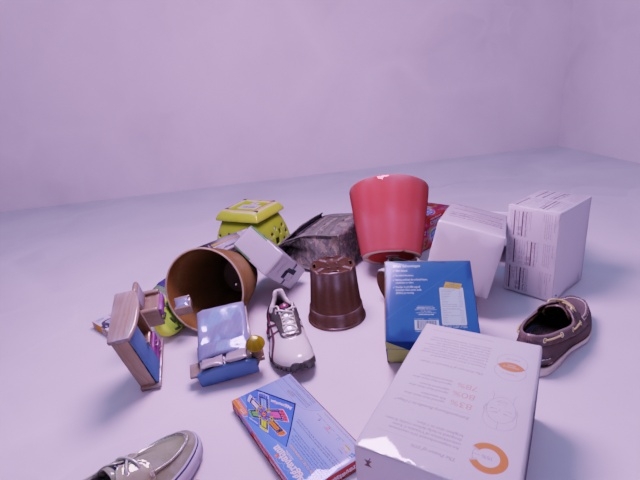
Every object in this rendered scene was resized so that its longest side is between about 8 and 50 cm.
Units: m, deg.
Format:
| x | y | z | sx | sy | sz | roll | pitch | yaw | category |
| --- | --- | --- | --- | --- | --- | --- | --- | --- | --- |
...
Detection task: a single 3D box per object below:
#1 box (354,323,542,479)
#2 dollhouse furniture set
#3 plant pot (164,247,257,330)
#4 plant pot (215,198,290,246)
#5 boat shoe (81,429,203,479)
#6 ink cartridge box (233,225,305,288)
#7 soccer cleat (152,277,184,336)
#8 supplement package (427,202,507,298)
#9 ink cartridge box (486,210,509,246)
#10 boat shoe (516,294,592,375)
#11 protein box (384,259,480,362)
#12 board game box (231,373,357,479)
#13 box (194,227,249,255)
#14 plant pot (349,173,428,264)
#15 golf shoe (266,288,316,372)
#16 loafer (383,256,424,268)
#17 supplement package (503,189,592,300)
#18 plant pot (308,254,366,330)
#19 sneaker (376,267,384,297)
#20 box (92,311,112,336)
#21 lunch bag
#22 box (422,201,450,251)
| x | y | z | sx | sy | sz | roll | pitch | yaw | category |
| --- | --- | --- | --- | --- | --- | --- | --- | --- | --- |
| 0.226 | 0.310 | 0.714 | 0.215 | 0.168 | 0.345 | 7 | 24 | 29 | box |
| -0.301 | 0.173 | 1.042 | 0.304 | 0.198 | 0.286 | -12 | 43 | -7 | dollhouse furniture set |
| -0.288 | 0.121 | 1.304 | 0.237 | 0.237 | 0.254 | 0 | 7 | 14 | plant pot |
| -0.267 | -0.041 | 1.710 | 0.228 | 0.207 | 0.227 | 6 | 23 | 26 | plant pot |
| -0.322 | 0.405 | 0.706 | 0.109 | 0.094 | 0.302 | 10 | 26 | 35 | boat shoe |
| -0.155 | 0.058 | 1.371 | 0.153 | 0.208 | 0.087 | 39 | 87 | 24 | ink cartridge box |
| -0.468 | 0.211 | 1.304 | 0.121 | 0.093 | 0.289 | -37 | 28 | 2 | soccer cleat |
| 0.422 | 0.017 | 1.250 | 0.175 | 0.177 | 0.293 | 17 | 21 | 19 | supplement package |
| 0.676 | -0.039 | 1.506 | 0.289 | 0.121 | 0.211 | 2 | 2 | 20 | ink cartridge box |
| 0.555 | 0.196 | 1.025 | 0.324 | 0.096 | 0.117 | -22 | 26 | -37 | boat shoe |
| 0.250 | 0.165 | 1.010 | 0.200 | 0.136 | 0.201 | -2 | 55 | 10 | protein box |
| -0.051 | 0.364 | 0.840 | 0.145 | 0.027 | 0.281 | -16 | 23 | -29 | board game box |
| -0.333 | 0.070 | 1.469 | 0.056 | 0.183 | 0.231 | 44 | 44 | 21 | box |
| 0.233 | -0.056 | 1.458 | 0.275 | 0.243 | 0.275 | 0 | -16 | 0 | plant pot |
| -0.089 | 0.224 | 1.088 | 0.105 | 0.120 | 0.273 | -9 | 21 | -17 | golf shoe |
| 0.309 | 0.105 | 1.334 | 0.269 | 0.092 | 0.102 | 4 | 25 | 28 | loafer |
| 0.656 | 0.008 | 1.262 | 0.204 | 0.261 | 0.145 | -21 | 26 | -35 | supplement package |
| 0.040 | 0.138 | 1.217 | 0.167 | 0.165 | 0.167 | -5 | 20 | 2 | plant pot |
| 0.282 | 0.157 | 1.211 | 0.123 | 0.105 | 0.290 | -16 | 34 | -32 | sneaker |
| -0.614 | 0.246 | 1.295 | 0.136 | 0.028 | 0.081 | 13 | 28 | 37 | box |
| 0.000 | 0.000 | 1.597 | 0.287 | 0.168 | 0.235 | 0 | 21 | 31 | lunch bag |
| 0.392 | -0.052 | 1.675 | 0.123 | 0.128 | 0.257 | 15 | 29 | 43 | box |
